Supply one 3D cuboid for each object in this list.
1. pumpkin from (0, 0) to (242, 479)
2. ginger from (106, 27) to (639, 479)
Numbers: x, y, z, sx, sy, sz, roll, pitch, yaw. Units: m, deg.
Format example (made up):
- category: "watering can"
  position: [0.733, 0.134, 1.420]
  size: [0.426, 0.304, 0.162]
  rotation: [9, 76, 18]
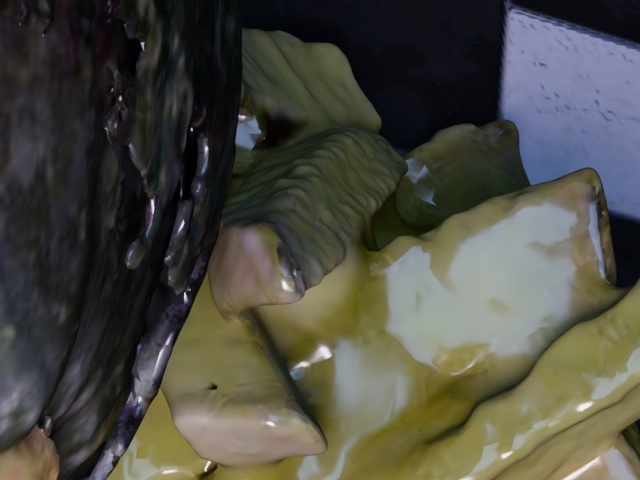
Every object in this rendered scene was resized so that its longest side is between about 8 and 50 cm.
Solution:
- category: "pumpkin"
  position: [-0.220, -0.011, 0.599]
  size: [0.344, 0.454, 0.454]
  rotation: [37, 53, 22]
- category: "ginger"
  position: [0.000, 0.000, 0.880]
  size: [0.413, 0.211, 0.358]
  rotation: [25, 53, -5]
